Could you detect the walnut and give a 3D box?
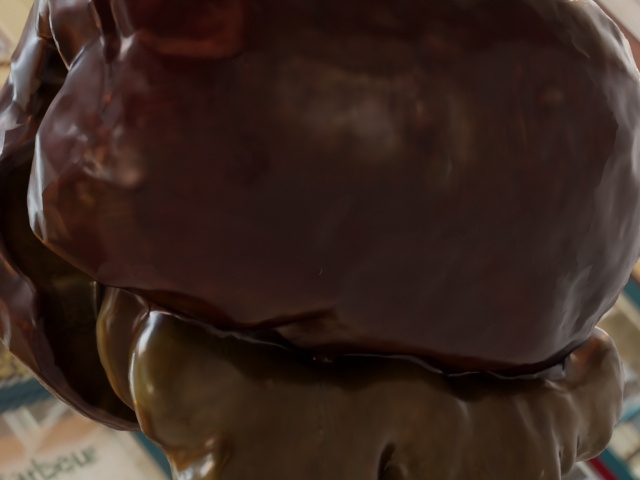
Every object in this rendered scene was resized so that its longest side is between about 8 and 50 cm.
[{"bbox_3d":[0.000,0.000,0.546,0.269,0.244,0.221,-1,-13,-42],"label":"walnut"}]
